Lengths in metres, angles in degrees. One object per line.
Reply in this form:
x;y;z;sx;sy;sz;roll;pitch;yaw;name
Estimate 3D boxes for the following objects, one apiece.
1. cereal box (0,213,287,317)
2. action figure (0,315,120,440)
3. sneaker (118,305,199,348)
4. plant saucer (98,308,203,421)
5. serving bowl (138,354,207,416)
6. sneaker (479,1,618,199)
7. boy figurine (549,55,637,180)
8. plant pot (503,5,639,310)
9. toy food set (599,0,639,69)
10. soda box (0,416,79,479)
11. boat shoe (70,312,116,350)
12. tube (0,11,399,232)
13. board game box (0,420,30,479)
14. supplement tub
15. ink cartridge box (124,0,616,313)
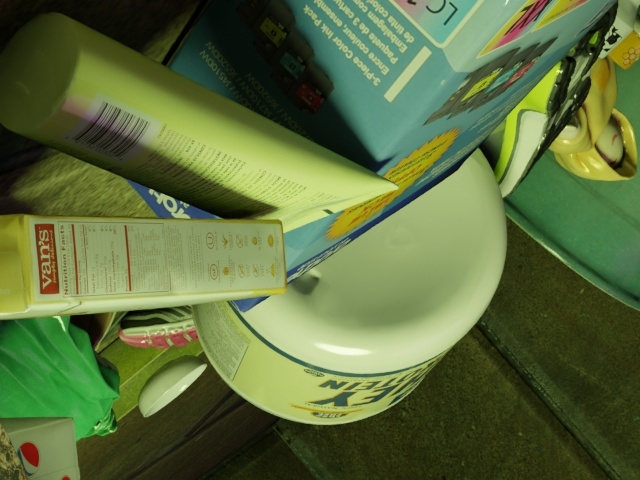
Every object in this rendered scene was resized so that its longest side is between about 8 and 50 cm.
-0.146;0.016;0.796;0.173;0.047;0.240;-5;178;26;cereal box
-0.194;0.082;1.030;0.137;0.063;0.232;-38;146;0;action figure
-0.117;0.053;1.540;0.170;0.074;0.063;-17;165;-3;sneaker
-0.168;0.109;1.654;0.188;0.045;0.188;-40;172;-11;plant saucer
-0.156;0.144;1.624;0.083;0.027;0.083;-39;173;-6;serving bowl
0.145;-0.135;1.249;0.111;0.121;0.300;-49;167;-22;sneaker
0.260;-0.153;1.558;0.285;0.092;0.177;75;29;-45;boy figurine
0.386;-0.144;1.968;0.334;0.341;0.341;-50;170;13;plant pot
0.221;-0.235;1.303;0.104;0.111;0.232;-44;140;19;toy food set
-0.250;0.145;0.949;0.216;0.069;0.074;-4;-178;30;soda box
-0.240;0.121;1.167;0.285;0.104;0.089;-45;176;11;boat shoe
-0.065;-0.049;0.835;0.240;0.070;0.062;24;94;-48;tube
-0.250;0.228;0.841;0.232;0.291;0.141;-26;-179;32;board game box
0.011;0.027;1.353;0.235;0.235;0.325;-38;172;-17;supplement tub
0.043;-0.123;1.019;0.270;0.151;0.395;-33;171;-44;ink cartridge box
